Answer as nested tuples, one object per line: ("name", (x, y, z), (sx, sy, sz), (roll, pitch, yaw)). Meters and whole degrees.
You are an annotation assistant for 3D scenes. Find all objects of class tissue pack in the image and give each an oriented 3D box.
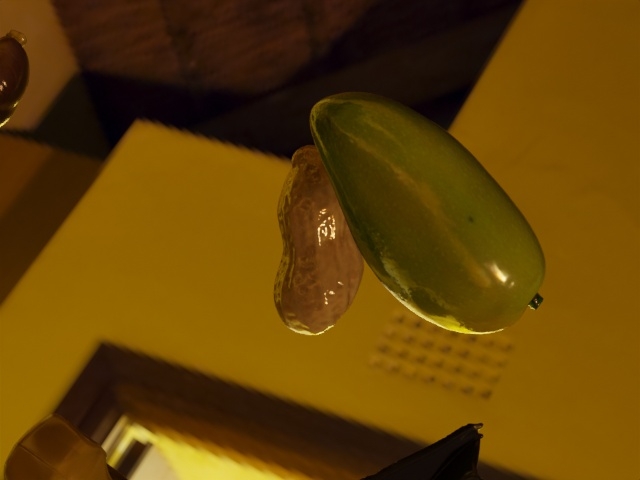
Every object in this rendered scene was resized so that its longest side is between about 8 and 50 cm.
("tissue pack", (-0.334, 0.320, 2.109), (0.123, 0.127, 0.178), (32, -20, 30))

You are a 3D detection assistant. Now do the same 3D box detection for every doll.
("doll", (-0.466, -0.226, 2.289), (0.096, 0.145, 0.188), (29, 8, -16))

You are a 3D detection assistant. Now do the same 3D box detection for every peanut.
("peanut", (0.000, 0.000, 2.175), (0.124, 0.123, 0.256), (9, -81, 33))

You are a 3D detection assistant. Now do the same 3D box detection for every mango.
("mango", (0.114, -0.034, 1.856), (0.343, 0.156, 0.192), (50, -45, -8))

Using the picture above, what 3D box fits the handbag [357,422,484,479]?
("handbag", (0.014, 0.338, 1.662), (0.303, 0.329, 0.122), (-46, -113, 47))
